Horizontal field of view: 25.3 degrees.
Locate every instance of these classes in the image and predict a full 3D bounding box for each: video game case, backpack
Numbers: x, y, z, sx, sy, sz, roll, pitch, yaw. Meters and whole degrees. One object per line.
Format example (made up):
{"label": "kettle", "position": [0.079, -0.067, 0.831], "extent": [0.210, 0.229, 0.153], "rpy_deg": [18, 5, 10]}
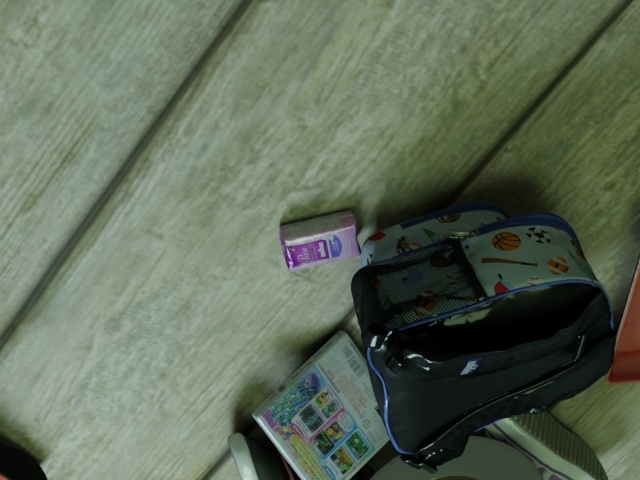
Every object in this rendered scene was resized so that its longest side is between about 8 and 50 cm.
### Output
{"label": "video game case", "position": [0.013, 0.205, 1.650], "extent": [0.143, 0.019, 0.157], "rpy_deg": [-42, 122, -14]}
{"label": "backpack", "position": [0.173, 0.088, 1.522], "extent": [0.263, 0.213, 0.276], "rpy_deg": [-13, 144, 1]}

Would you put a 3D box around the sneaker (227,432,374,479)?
{"label": "sneaker", "position": [-0.006, 0.298, 1.737], "extent": [0.147, 0.104, 0.296], "rpy_deg": [-26, 135, 3]}

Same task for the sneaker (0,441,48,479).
{"label": "sneaker", "position": [-0.438, 0.255, 1.589], "extent": [0.145, 0.090, 0.270], "rpy_deg": [-32, 133, 10]}

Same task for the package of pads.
{"label": "package of pads", "position": [0.000, 0.000, 1.518], "extent": [0.083, 0.032, 0.050], "rpy_deg": [-13, 130, -3]}

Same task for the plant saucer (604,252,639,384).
{"label": "plant saucer", "position": [0.472, 0.055, 1.678], "extent": [0.258, 0.048, 0.259], "rpy_deg": [-4, 130, -11]}

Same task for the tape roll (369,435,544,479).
{"label": "tape roll", "position": [0.170, 0.374, 1.667], "extent": [0.246, 0.246, 0.169], "rpy_deg": [-22, 130, 5]}

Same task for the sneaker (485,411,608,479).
{"label": "sneaker", "position": [0.231, 0.280, 1.778], "extent": [0.161, 0.102, 0.282], "rpy_deg": [-32, 130, 18]}
